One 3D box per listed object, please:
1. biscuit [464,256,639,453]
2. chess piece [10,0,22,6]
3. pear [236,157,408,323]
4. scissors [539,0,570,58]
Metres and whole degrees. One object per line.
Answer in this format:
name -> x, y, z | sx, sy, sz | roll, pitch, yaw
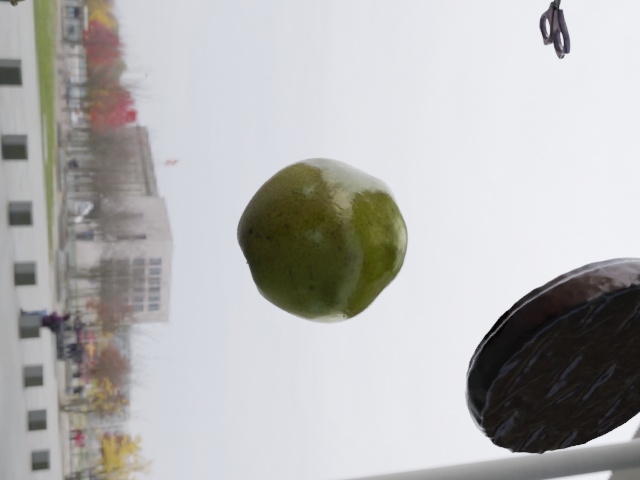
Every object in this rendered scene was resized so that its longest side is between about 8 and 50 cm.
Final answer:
biscuit -> 0.415, 0.187, 1.207 | 0.091, 0.407, 0.408 | -115, -152, -45
chess piece -> -0.557, -0.479, 1.452 | 0.092, 0.035, 0.035 | -36, -135, 18
pear -> 0.000, 0.000, 1.324 | 0.294, 0.294, 0.295 | 178, -90, -73
scissors -> 0.423, -0.429, 1.354 | 0.110, 0.021, 0.212 | -112, -170, -47
